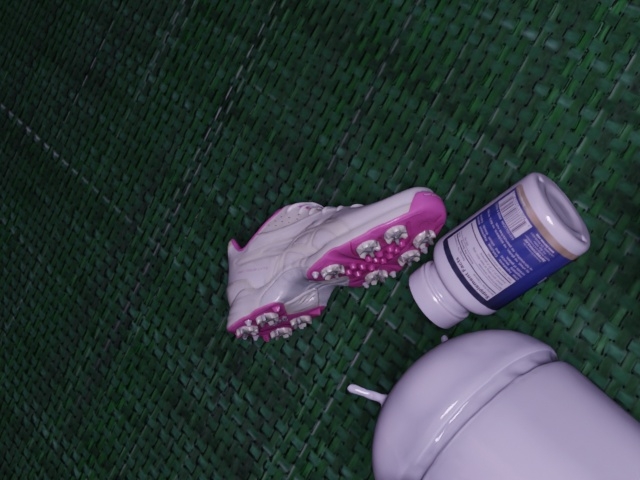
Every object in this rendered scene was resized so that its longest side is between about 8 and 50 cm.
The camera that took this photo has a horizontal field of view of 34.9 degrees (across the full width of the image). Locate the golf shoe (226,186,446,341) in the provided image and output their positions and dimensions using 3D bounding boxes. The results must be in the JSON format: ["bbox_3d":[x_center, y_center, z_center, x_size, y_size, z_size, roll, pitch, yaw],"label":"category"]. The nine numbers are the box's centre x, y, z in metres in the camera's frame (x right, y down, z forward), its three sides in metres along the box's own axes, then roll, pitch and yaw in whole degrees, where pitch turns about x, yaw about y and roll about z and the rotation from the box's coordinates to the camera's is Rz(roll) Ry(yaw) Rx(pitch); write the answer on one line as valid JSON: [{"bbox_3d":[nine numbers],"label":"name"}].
[{"bbox_3d":[0.000,0.000,1.148,0.306,0.115,0.140,-30,59,29],"label":"golf shoe"}]

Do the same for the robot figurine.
[{"bbox_3d":[0.183,0.211,0.843,0.353,0.300,0.199,42,124,30],"label":"robot figurine"}]

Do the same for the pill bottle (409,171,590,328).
[{"bbox_3d":[0.173,0.016,1.014,0.169,0.094,0.094,-38,59,27],"label":"pill bottle"}]
